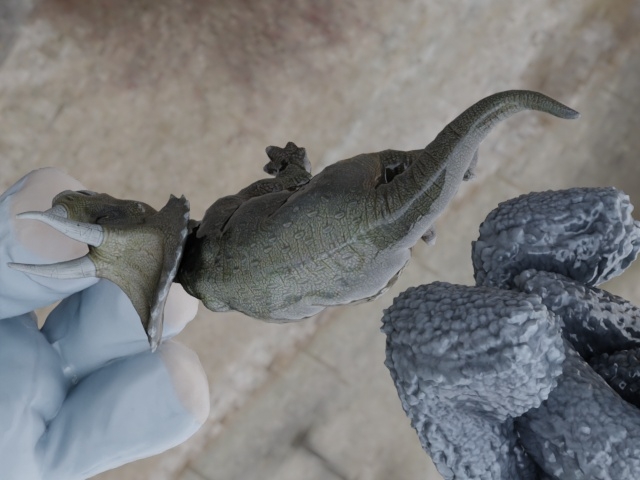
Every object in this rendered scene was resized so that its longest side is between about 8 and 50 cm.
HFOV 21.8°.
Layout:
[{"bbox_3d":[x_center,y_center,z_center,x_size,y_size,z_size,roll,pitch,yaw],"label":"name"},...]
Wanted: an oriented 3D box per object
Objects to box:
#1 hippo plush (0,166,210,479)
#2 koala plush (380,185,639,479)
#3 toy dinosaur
[{"bbox_3d":[-0.218,0.080,1.148,0.234,0.236,0.294,-2,103,-24],"label":"hippo plush"},{"bbox_3d":[0.180,0.063,0.726,0.221,0.203,0.196,-21,-171,28],"label":"koala plush"},{"bbox_3d":[0.000,0.000,0.909,0.160,0.313,0.121,-38,117,-51],"label":"toy dinosaur"}]
